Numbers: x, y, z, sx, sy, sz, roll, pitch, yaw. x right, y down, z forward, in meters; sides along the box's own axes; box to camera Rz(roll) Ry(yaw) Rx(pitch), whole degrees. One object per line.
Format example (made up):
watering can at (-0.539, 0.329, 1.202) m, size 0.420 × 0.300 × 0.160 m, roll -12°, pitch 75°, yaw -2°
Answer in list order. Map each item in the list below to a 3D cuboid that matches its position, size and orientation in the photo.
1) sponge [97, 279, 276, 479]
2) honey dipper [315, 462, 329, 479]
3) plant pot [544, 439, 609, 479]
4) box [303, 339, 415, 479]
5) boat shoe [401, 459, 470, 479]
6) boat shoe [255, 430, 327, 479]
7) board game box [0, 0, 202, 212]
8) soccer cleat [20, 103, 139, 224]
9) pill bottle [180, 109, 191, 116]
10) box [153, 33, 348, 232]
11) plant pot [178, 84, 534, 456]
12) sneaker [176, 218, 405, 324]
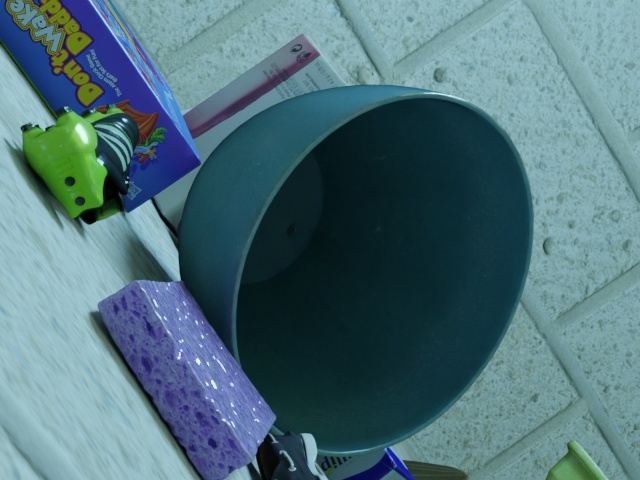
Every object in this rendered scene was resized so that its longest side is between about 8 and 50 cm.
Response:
sponge at (-0.076, 0.079, 0.797) m, size 0.117 × 0.031 × 0.210 m, roll 56°, pitch 1°, yaw 2°
honey dipper at (0.011, 0.214, 1.076) m, size 0.160 × 0.030 × 0.030 m, roll 52°, pitch -1°, yaw 16°
plant pot at (0.311, 0.449, 1.729) m, size 0.276 × 0.254 × 0.276 m, roll 55°, pitch 0°, yaw -1°
box at (0.014, 0.174, 1.170) m, size 0.137 × 0.072 × 0.126 m, roll 57°, pitch 1°, yaw 21°
boat shoe at (0.109, 0.303, 1.372) m, size 0.302 × 0.109 × 0.098 m, roll -125°, pitch -139°, yaw -82°
boat shoe at (-0.018, 0.159, 0.837) m, size 0.125 × 0.038 × 0.046 m, roll -110°, pitch -151°, yaw -66°
board game box at (-0.219, -0.180, 1.198) m, size 0.233 × 0.078 × 0.347 m, roll 56°, pitch 0°, yaw -19°
soccer cleat at (-0.151, -0.049, 0.860) m, size 0.179 × 0.060 × 0.072 m, roll -63°, pitch 129°, yaw -82°
pill bottle at (-0.127, -0.073, 1.569) m, size 0.108 × 0.108 × 0.193 m, roll 56°, pitch 0°, yaw 33°
box at (-0.059, -0.083, 1.401) m, size 0.127 × 0.232 × 0.148 m, roll 56°, pitch 0°, yaw 45°
plant pot at (0.000, 0.000, 1.055) m, size 0.195 × 0.290 × 0.290 m, roll 29°, pitch -21°, yaw 48°
sneaker at (-0.009, 0.049, 1.274) m, size 0.270 × 0.090 × 0.145 m, roll 19°, pitch -28°, yaw 35°
